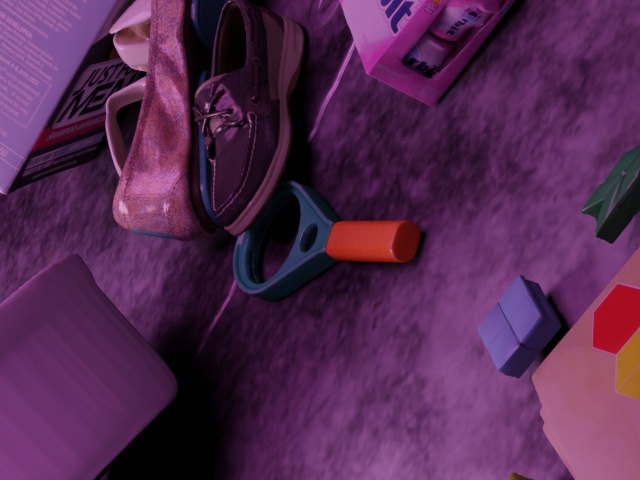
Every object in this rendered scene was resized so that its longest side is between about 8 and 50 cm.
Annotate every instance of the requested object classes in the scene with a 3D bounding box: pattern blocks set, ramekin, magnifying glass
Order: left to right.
[{"bbox_3d":[-0.235,0.153,1.461,0.277,0.135,0.277,-46,-1,-1],"label":"ramekin"},{"bbox_3d":[0.000,0.000,1.404,0.231,0.026,0.092,1,71,59],"label":"magnifying glass"},{"bbox_3d":[0.184,0.088,1.027,0.285,0.026,0.325,-48,34,30],"label":"pattern blocks set"}]

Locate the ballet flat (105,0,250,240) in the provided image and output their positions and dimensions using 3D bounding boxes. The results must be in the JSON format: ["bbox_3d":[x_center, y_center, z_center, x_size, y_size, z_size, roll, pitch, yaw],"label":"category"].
[{"bbox_3d":[-0.126,-0.142,1.612,0.106,0.107,0.316,-8,56,19],"label":"ballet flat"}]

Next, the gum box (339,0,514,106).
[{"bbox_3d":[0.069,-0.191,1.386,0.107,0.062,0.188,-52,32,26],"label":"gum box"}]

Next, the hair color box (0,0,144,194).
[{"bbox_3d":[-0.193,-0.233,1.712,0.374,0.113,0.185,-57,-8,20],"label":"hair color box"}]

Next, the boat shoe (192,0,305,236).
[{"bbox_3d":[-0.066,-0.101,1.514,0.080,0.073,0.223,-40,30,42],"label":"boat shoe"}]
